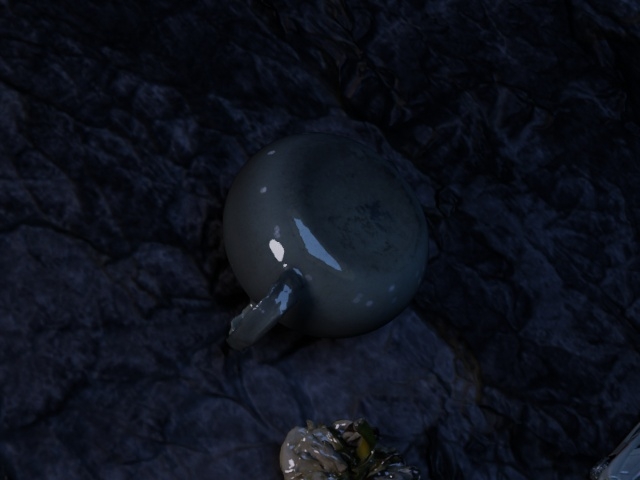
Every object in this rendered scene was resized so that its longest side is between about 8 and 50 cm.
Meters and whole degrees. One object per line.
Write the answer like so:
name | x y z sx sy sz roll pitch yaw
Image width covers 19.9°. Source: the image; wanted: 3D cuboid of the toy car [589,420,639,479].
toy car | 0.337 0.215 1.773 0.095 0.056 0.205 48 45 4

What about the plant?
plant | 0.032 0.179 1.536 0.116 0.122 0.104 -11 56 -33

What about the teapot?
teapot | 0.000 0.000 1.631 0.193 0.129 0.294 43 47 -4
